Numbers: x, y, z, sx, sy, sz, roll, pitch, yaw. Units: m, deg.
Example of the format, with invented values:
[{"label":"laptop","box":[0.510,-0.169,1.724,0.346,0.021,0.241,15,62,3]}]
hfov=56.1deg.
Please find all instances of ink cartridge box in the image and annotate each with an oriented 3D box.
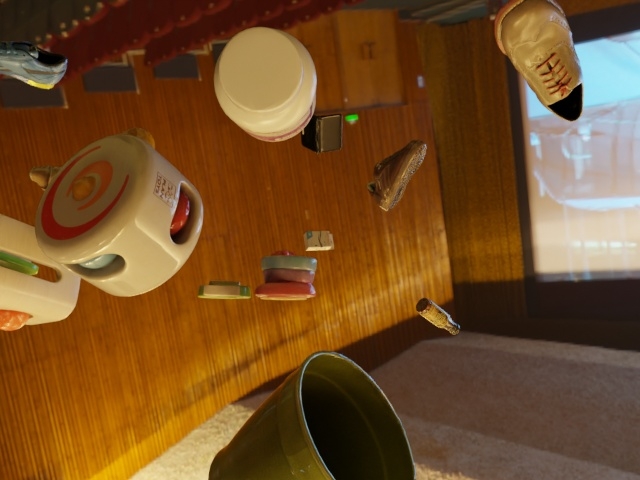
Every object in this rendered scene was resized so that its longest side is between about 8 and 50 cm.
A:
[{"label":"ink cartridge box","box":[0.000,0.000,1.637,0.083,0.048,0.028,-2,161,-20]}]

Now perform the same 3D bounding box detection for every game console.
[{"label":"game console","box":[0.001,-0.324,1.763,0.107,0.122,0.071,32,-130,33]}]

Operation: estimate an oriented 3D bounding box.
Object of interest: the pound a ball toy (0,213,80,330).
[{"label":"pound a ball toy","box":[-0.492,0.052,0.824,0.208,0.135,0.319,-11,156,26]}]

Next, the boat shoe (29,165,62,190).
[{"label":"boat shoe","box":[-0.586,-0.133,1.289,0.072,0.068,0.190,18,177,-25]}]

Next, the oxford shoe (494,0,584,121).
[{"label":"oxford shoe","box":[0.430,-0.335,1.118,0.123,0.130,0.348,-34,149,25]}]

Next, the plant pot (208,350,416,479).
[{"label":"plant pot","box":[-0.046,0.487,1.307,0.353,0.366,0.366,-38,175,23]}]

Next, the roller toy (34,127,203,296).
[{"label":"roller toy","box":[-0.266,-0.038,0.796,0.209,0.146,0.191,-47,-130,-5]}]

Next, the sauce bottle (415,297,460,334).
[{"label":"sauce bottle","box":[0.278,0.180,1.405,0.128,0.042,0.042,34,166,-26]}]

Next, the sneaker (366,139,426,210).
[{"label":"sneaker","box":[0.130,-0.127,1.108,0.066,0.071,0.188,-39,164,-33]}]

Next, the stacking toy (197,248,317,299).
[{"label":"stacking toy","box":[-0.153,0.075,1.461,0.280,0.130,0.309,2,172,-12]}]

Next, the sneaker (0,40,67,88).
[{"label":"sneaker","box":[-0.561,-0.335,1.072,0.209,0.069,0.082,5,149,-45]}]

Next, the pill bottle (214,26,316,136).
[{"label":"pill bottle","box":[-0.091,-0.264,1.031,0.170,0.169,0.301,-9,-176,0]}]
